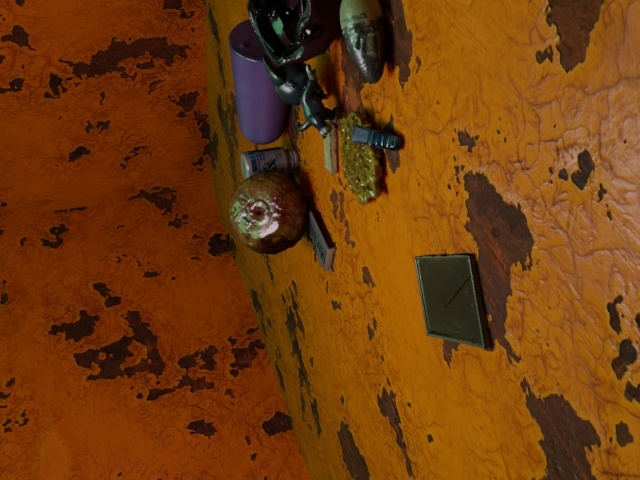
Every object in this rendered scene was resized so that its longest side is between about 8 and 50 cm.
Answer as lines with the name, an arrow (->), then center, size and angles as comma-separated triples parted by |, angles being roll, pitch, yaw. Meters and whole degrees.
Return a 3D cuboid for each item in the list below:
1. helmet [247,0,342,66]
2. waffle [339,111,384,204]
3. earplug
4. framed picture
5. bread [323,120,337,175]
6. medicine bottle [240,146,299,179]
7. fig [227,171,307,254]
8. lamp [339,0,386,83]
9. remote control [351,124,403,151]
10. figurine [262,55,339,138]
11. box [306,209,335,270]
helmet -> -0.040, -0.603, 1.710 | 0.271, 0.197, 0.338 | 62, 149, 21
waffle -> 0.098, -0.209, 1.741 | 0.238, 0.059, 0.243 | -163, 63, -72
earplug -> -0.195, -0.510, 2.290 | 0.456, 0.215, 0.215 | 97, 156, -55
framed picture -> 0.274, 0.124, 1.439 | 0.265, 0.018, 0.192 | 174, 86, -74
bread -> 0.029, -0.272, 1.977 | 0.068, 0.028, 0.153 | -131, 34, -60
medicine bottle -> -0.179, -0.272, 2.372 | 0.107, 0.192, 0.107 | 169, 90, -74
fig -> -0.147, -0.108, 2.364 | 0.369, 0.286, 0.286 | -27, -70, -68
lamp -> 0.098, -0.476, 1.505 | 0.101, 0.101, 0.250 | -167, 61, -72
remote control -> 0.132, -0.239, 1.576 | 0.152, 0.027, 0.043 | 23, 113, 46
figurine -> -0.040, -0.395, 1.882 | 0.193, 0.140, 0.265 | -1, -108, -67
box -> 0.000, 0.000, 2.229 | 0.115, 0.036, 0.177 | 97, 155, -48
